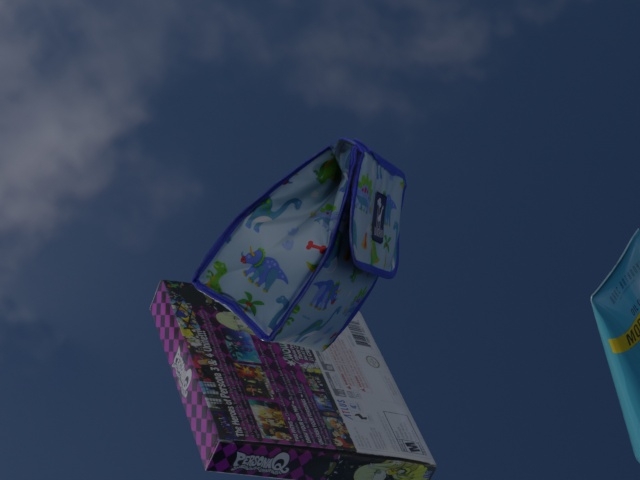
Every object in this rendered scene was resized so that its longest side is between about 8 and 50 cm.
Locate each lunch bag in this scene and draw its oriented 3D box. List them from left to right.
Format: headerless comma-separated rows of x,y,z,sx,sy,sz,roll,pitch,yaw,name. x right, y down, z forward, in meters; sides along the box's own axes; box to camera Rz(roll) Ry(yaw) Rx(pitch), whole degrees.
0.000,0.000,1.238,0.096,0.129,0.151,36,-86,18,lunch bag

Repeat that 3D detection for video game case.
-0.028,0.128,1.530,0.041,0.210,0.232,-66,-151,27,video game case

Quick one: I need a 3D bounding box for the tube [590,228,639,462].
0.256,0.094,1.372,0.052,0.207,0.080,6,-137,34,tube
